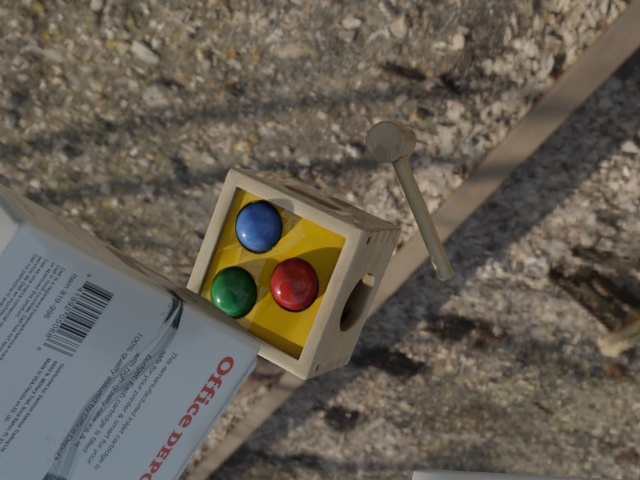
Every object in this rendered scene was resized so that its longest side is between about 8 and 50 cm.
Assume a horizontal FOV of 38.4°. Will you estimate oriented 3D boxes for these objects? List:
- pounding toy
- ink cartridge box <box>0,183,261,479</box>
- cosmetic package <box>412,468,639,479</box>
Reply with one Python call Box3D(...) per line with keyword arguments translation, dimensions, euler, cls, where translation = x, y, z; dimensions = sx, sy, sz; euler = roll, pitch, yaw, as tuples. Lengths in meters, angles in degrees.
Box3D(translation=(0.010, -0.002, 0.724), dimensions=(0.181, 0.206, 0.094), euler=(26, -168, 23), cls="pounding toy")
Box3D(translation=(-0.161, 0.076, 0.583), dimensions=(0.087, 0.153, 0.208), euler=(34, 178, 45), cls="ink cartridge box")
Box3D(translation=(0.156, 0.189, 0.474), dimensions=(0.231, 0.117, 0.085), euler=(-3, 148, 28), cls="cosmetic package")
